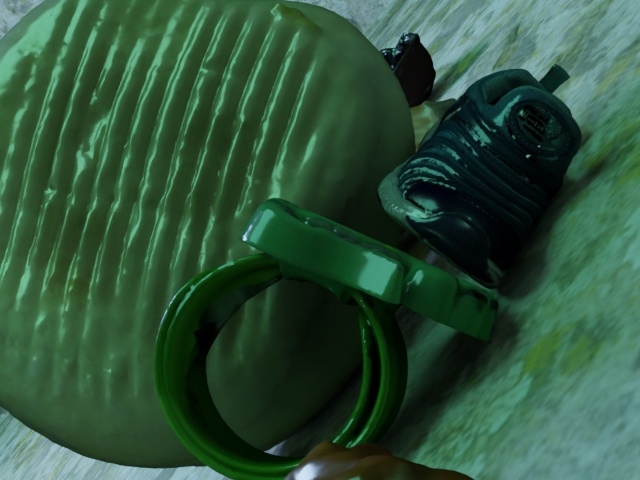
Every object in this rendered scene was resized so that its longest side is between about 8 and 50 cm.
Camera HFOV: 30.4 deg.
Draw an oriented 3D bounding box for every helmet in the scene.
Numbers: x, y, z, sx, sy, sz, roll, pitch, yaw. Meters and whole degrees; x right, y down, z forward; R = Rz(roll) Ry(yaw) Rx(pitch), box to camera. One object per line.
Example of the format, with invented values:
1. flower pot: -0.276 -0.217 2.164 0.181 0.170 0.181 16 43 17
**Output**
1. helmet: 0.094 -0.182 1.363 0.098 0.070 0.123 -59 19 -20

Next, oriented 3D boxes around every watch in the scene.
1. watch: -0.003 0.065 0.645 0.152 0.165 0.131 -64 -12 -1

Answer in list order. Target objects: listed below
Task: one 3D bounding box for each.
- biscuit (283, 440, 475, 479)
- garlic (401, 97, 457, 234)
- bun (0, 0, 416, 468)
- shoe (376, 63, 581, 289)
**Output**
1. biscuit: -0.035 0.201 0.314 0.312 0.110 0.318 -49 9 -9
2. garlic: -0.003 -0.005 0.978 0.318 0.112 0.143 -41 38 15
3. bun: -0.097 -0.021 0.845 0.361 0.361 0.213 -49 -17 -2
4. shoe: 0.104 -0.049 0.714 0.106 0.091 0.207 -49 4 33
